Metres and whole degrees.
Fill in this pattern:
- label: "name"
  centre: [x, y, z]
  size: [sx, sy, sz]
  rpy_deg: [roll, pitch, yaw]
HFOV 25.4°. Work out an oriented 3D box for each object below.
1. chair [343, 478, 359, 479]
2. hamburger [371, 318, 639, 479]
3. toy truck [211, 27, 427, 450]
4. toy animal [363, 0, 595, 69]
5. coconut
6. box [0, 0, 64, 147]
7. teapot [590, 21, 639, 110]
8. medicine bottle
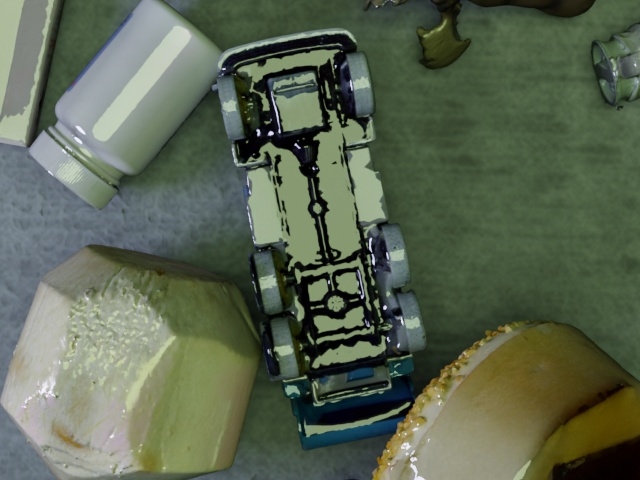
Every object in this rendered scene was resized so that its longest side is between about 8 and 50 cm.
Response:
- label: "chair"
  centre: [-0.098, 0.352, 1.307]
  size: [0.319, 0.160, 0.186]
  rpy_deg: [-17, 90, 6]
- label: "hamburger"
  centre: [0.170, 0.212, 1.260]
  size: [0.170, 0.302, 0.302]
  rpy_deg: [23, 92, 40]
- label: "toy truck"
  centre: [0.000, 0.000, 1.290]
  size: [0.146, 0.175, 0.367]
  rpy_deg: [-10, 93, -3]
- label: "toy animal"
  centre: [0.164, -0.236, 1.320]
  size: [0.214, 0.186, 0.094]
  rpy_deg: [4, 62, -23]
- label: "coconut"
  centre: [-0.170, 0.126, 1.273]
  size: [0.241, 0.241, 0.241]
  rpy_deg: [0, 93, -2]
- label: "box"
  centre: [-0.429, -0.222, 1.327]
  size: [0.365, 0.051, 0.205]
  rpy_deg: [12, 92, -2]
- label: "teapot"
  centre: [0.360, -0.184, 1.329]
  size: [0.200, 0.107, 0.077]
  rpy_deg: [-18, 96, -1]
- label: "medicine bottle"
  centre: [-0.178, -0.127, 1.314]
  size: [0.102, 0.103, 0.187]
  rpy_deg: [40, 91, -3]
